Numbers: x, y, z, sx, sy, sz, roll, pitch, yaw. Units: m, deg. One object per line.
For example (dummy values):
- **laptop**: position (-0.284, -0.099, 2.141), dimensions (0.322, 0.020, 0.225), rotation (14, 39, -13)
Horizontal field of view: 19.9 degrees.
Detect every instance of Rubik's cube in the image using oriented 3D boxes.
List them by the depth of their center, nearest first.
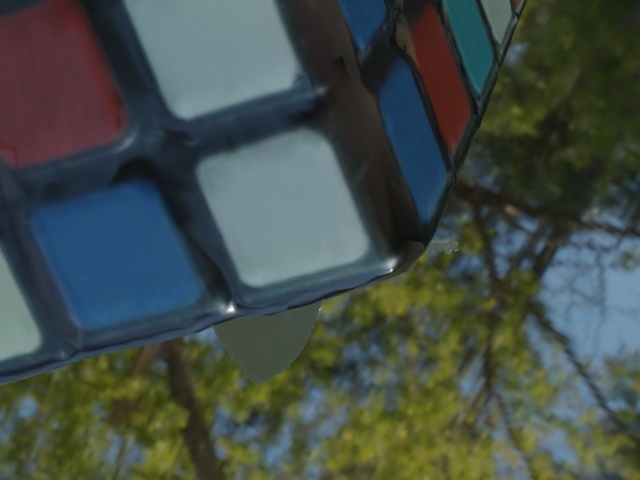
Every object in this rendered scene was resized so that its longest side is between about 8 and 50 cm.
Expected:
- **Rubik's cube**: position (-0.073, -0.084, 0.399), dimensions (0.182, 0.184, 0.187), rotation (-14, -157, 20)

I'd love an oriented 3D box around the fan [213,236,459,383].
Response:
- **fan**: position (0.001, 0.000, 1.055), dimensions (0.010, 0.182, 0.310), rotation (4, -179, -28)
